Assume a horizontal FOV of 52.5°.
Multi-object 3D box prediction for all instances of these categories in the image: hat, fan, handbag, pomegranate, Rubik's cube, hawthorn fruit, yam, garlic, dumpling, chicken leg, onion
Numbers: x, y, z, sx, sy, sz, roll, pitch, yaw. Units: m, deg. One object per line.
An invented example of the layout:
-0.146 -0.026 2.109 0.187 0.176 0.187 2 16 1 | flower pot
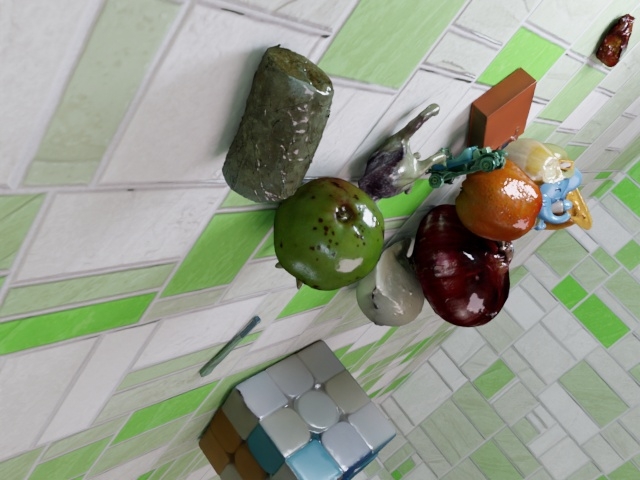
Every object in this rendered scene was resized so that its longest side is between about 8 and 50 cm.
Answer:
0.618 -0.093 1.890 0.233 0.233 0.244 -30 126 35 | hat
-0.191 0.226 1.383 0.193 0.016 0.038 -45 162 17 | fan
0.358 -0.242 1.301 0.127 0.063 0.190 -37 156 -7 | handbag
0.000 0.000 1.049 0.181 0.181 0.224 -28 176 -30 | pomegranate
-0.070 0.544 1.782 0.347 0.347 0.344 -20 153 -42 | Rubik's cube
0.382 -0.085 1.395 0.189 0.189 0.189 -34 159 -15 | hawthorn fruit
-0.045 -0.137 0.767 0.107 0.107 0.183 -23 153 -37 | yam
0.474 -0.150 1.543 0.145 0.164 0.245 -53 167 -11 | garlic
0.191 0.100 1.608 0.226 0.175 0.243 -64 -174 -20 | dumpling
0.653 -0.431 1.438 0.093 0.053 0.205 -51 166 -12 | chicken leg
0.354 0.058 1.549 0.232 0.313 0.314 -12 175 31 | onion

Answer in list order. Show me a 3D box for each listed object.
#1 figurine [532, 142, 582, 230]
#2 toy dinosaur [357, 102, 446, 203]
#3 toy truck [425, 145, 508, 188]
0.577 -0.127 1.703 0.154 0.180 0.262 -41 137 -47 | figurine
0.130 -0.119 1.131 0.162 0.077 0.294 -32 159 -21 | toy dinosaur
0.289 -0.159 1.295 0.154 0.078 0.080 -16 -177 34 | toy truck
